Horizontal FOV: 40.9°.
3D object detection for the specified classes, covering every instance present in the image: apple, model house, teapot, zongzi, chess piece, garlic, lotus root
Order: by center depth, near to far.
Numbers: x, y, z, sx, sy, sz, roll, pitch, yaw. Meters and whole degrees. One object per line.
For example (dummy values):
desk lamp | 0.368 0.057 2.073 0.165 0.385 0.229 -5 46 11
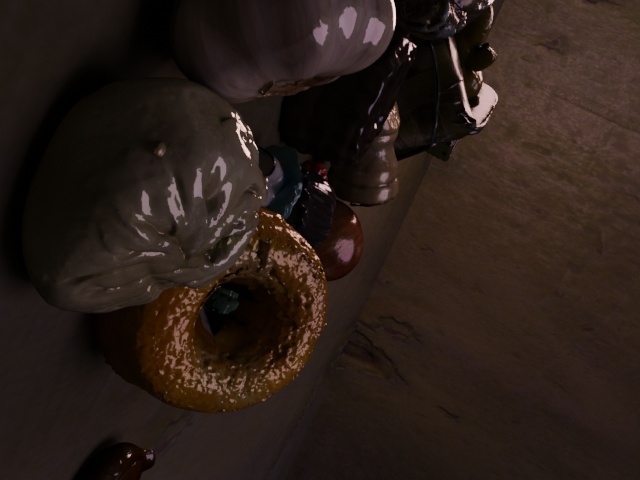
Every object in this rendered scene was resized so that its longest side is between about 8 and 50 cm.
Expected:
garlic | -0.052 -0.234 0.730 0.199 0.199 0.226 -39 118 -67
teapot | -0.252 0.306 1.076 0.129 0.078 0.098 -45 158 -62
lotus root | 0.195 -0.414 1.375 0.349 0.175 0.175 -53 165 -66
chess piece | 0.077 -0.216 1.407 0.137 0.137 0.301 -49 147 -55
apple | 0.000 0.000 1.438 0.131 0.146 0.146 -24 146 -32
zongzi | 0.122 -0.281 1.553 0.125 0.274 0.251 92 -15 -84
model house | 0.211 -0.217 1.809 0.205 0.218 0.279 -54 170 -46

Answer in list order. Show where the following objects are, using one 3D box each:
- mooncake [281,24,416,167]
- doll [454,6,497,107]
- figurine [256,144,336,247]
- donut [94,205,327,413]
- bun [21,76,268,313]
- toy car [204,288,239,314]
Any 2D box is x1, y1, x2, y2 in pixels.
mooncake | 0.045 -0.211 1.223 0.228 0.124 0.228 -62 171 -18
doll | 0.274 -0.360 1.622 0.097 0.137 0.210 -38 152 -46
figurine | -0.047 -0.066 1.160 0.138 0.110 0.245 -67 162 -4
donut | -0.109 0.072 0.916 0.118 0.253 0.254 34 -78 56
bun | -0.132 -0.026 0.708 0.229 0.145 0.229 -57 170 -16
toy car | -0.112 0.050 1.089 0.141 0.097 0.320 -63 158 -3
